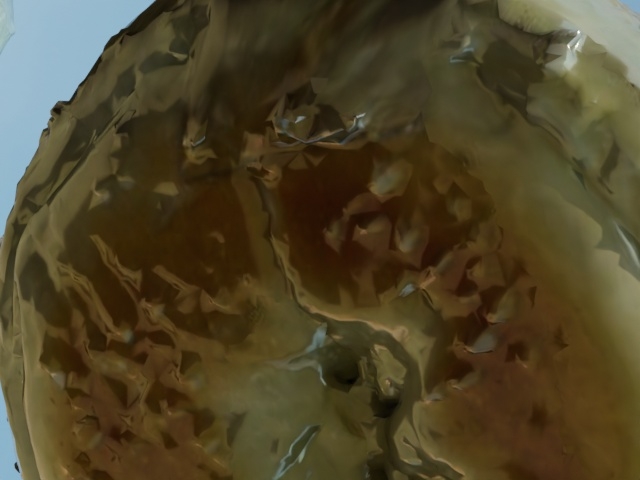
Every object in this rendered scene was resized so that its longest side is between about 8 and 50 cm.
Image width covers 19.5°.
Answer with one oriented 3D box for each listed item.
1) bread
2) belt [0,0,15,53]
[{"bbox_3d":[0.038,0.049,0.590,0.305,0.159,0.305,9,-75,35],"label":"bread"},{"bbox_3d":[-0.351,-0.179,1.331,0.122,0.260,0.325,-71,156,-82],"label":"belt"}]
